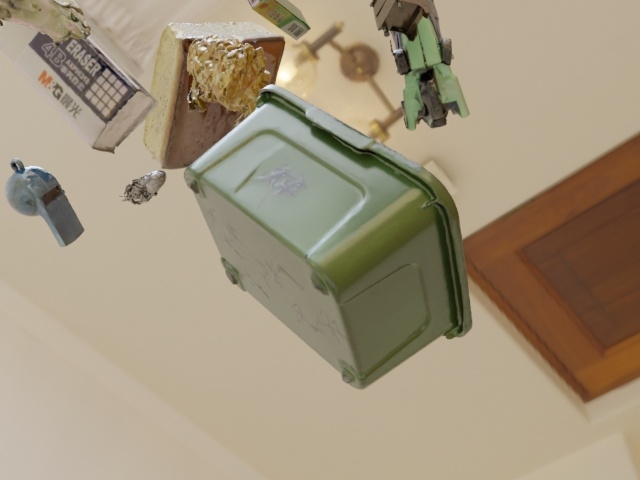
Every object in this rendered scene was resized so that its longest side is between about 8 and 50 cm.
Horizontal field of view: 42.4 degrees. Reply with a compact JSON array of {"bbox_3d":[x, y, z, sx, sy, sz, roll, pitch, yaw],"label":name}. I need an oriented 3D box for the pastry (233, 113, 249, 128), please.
[{"bbox_3d":[-0.093,-0.229,1.824,0.188,0.103,0.189,13,-114,-32],"label":"pastry"}]

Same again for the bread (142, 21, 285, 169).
[{"bbox_3d":[-0.258,-0.357,1.987,0.143,0.333,0.323,37,-143,30],"label":"bread"}]

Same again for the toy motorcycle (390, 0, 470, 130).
[{"bbox_3d":[0.191,-0.379,1.592,0.196,0.125,0.332,-32,-71,-80],"label":"toy motorcycle"}]

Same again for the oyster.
[{"bbox_3d":[-0.433,-0.355,1.201,0.208,0.133,0.072,12,-107,-23],"label":"oyster"}]

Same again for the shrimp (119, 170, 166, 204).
[{"bbox_3d":[-0.372,-0.104,1.718,0.057,0.165,0.065,50,-140,-12],"label":"shrimp"}]

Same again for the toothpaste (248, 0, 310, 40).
[{"bbox_3d":[-0.069,-0.374,1.340,0.043,0.037,0.178,57,-164,14],"label":"toothpaste"}]

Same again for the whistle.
[{"bbox_3d":[-0.460,-0.064,1.343,0.090,0.090,0.158,-76,-32,-61],"label":"whistle"}]

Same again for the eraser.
[{"bbox_3d":[-0.416,-0.287,1.389,0.287,0.130,0.086,44,-172,15],"label":"eraser"}]

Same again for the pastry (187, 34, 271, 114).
[{"bbox_3d":[-0.184,-0.313,1.588,0.102,0.154,0.250,-1,-164,-32],"label":"pastry"}]

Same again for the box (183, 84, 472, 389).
[{"bbox_3d":[0.000,0.000,0.946,0.328,0.177,0.253,38,157,41],"label":"box"}]

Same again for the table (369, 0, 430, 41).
[{"bbox_3d":[0.139,-0.403,1.428,0.070,0.083,0.082,4,-122,-22],"label":"table"}]
